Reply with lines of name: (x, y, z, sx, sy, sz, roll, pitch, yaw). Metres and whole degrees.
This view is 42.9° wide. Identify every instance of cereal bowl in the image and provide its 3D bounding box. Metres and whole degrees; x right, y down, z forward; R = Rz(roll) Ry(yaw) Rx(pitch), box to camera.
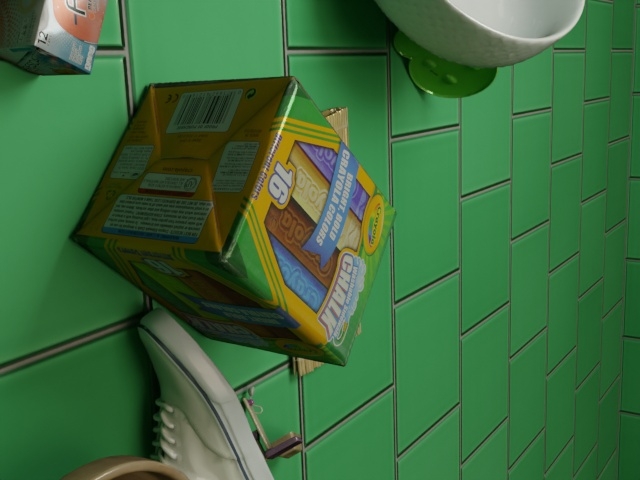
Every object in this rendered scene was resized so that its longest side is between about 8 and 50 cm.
cereal bowl: (0.174, -0.364, 1.061, 0.339, 0.141, 0.339, 13, 62, -26)

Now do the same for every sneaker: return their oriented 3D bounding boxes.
sneaker: (-0.123, 0.188, 0.797, 0.091, 0.094, 0.258, -34, 115, -23)

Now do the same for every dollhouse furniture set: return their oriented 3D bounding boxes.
dollhouse furniture set: (-0.074, 0.222, 0.952, 0.081, 0.091, 0.114, 61, -1, 19)

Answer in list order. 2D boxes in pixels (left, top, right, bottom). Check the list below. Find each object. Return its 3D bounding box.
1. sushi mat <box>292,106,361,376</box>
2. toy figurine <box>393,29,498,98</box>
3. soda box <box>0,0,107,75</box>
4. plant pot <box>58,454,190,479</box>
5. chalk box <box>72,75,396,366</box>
sushi mat: (0.000, 0.000, 1.023, 0.151, 0.019, 0.317, -26, 117, -54)
toy figurine: (0.185, -0.324, 1.210, 0.173, 0.130, 0.159, 27, 56, -30)
soda box: (-0.200, -0.223, 0.637, 0.058, 0.063, 0.183, 21, 77, -56)
plant pot: (-0.204, 0.287, 0.665, 0.237, 0.109, 0.237, -13, 106, -55)
chalk box: (-0.054, 0.002, 0.792, 0.289, 0.180, 0.179, 48, 55, -48)
